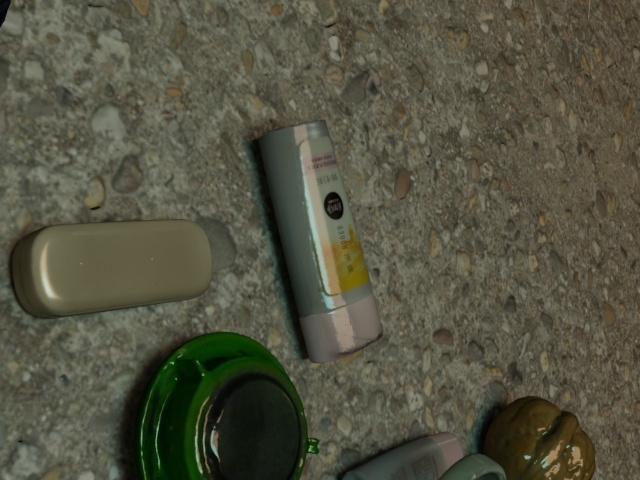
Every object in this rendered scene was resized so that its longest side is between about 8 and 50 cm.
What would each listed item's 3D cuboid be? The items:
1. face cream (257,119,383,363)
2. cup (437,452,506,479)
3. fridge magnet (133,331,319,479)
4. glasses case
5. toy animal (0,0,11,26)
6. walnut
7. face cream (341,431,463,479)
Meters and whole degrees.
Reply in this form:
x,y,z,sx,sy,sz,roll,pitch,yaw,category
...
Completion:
x,y,z,sx,sy,sz,roll,pitch,yaw,category
0.000,0.000,0.968,0.107,0.073,0.270,-17,95,-39,face cream
0.122,0.360,0.920,0.234,0.186,0.258,4,102,-40,cup
-0.089,0.193,0.817,0.208,0.088,0.208,12,73,-45,fridge magnet
-0.186,0.024,0.778,0.196,0.050,0.083,-3,81,-47,glasses case
-0.326,-0.193,0.627,0.185,0.122,0.298,53,40,-11,toy animal
0.306,0.305,1.183,0.166,0.149,0.167,12,51,-15,walnut
0.105,0.293,1.029,0.198,0.057,0.084,-1,84,-49,face cream
